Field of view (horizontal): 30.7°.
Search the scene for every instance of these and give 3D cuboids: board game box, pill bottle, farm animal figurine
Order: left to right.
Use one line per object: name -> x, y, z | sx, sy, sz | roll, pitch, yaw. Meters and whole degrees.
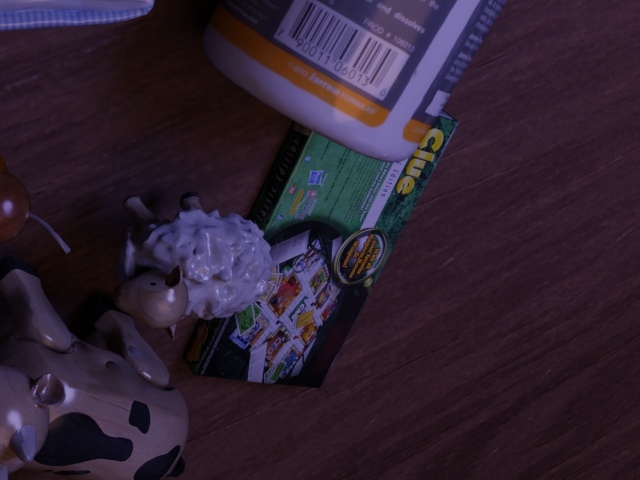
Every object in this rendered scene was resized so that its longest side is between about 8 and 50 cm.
farm animal figurine -> -0.210, 0.114, 0.737 | 0.326, 0.172, 0.330 | 9, 123, -44
board game box -> 0.000, 0.000, 0.928 | 0.136, 0.030, 0.260 | 14, 110, -38
pill bottle -> 0.055, -0.203, 0.737 | 0.162, 0.162, 0.278 | 20, 106, -41

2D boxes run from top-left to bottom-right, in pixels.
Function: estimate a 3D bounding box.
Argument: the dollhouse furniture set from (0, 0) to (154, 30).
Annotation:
dollhouse furniture set -> -0.201, -0.069, 0.557 | 0.303, 0.286, 0.198 | -6, 121, -19
